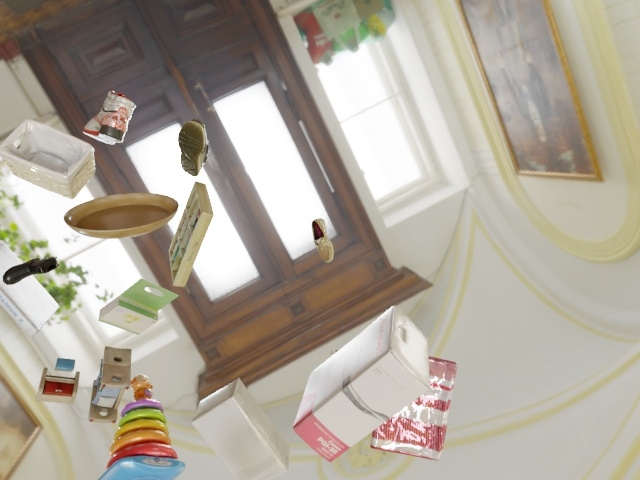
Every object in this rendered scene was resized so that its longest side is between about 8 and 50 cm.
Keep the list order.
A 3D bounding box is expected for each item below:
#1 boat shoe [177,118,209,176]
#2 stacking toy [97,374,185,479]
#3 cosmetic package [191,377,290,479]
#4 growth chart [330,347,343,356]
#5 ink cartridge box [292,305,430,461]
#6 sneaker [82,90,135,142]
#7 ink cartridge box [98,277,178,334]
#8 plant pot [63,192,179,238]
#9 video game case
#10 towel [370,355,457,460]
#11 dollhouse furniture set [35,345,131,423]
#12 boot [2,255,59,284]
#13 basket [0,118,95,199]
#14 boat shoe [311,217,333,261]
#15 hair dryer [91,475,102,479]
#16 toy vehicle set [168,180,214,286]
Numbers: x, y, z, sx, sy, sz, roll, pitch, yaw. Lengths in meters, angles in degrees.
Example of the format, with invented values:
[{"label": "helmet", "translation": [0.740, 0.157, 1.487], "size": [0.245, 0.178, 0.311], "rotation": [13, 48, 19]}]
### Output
[{"label": "boat shoe", "translation": [-0.366, -0.280, 1.428], "size": [0.223, 0.080, 0.073], "rotation": [115, -2, -55]}, {"label": "stacking toy", "translation": [-0.452, 0.470, 1.238], "size": [0.166, 0.175, 0.302], "rotation": [-46, -141, 24]}, {"label": "cosmetic package", "translation": [-0.292, 0.736, 1.840], "size": [0.197, 0.366, 0.155], "rotation": [-31, -170, 6]}, {"label": "growth chart", "translation": [0.128, 0.505, 2.027], "size": [0.237, 0.021, 0.172], "rotation": [-34, -131, 37]}, {"label": "ink cartridge box", "translation": [0.092, 0.299, 1.039], "size": [0.283, 0.117, 0.207], "rotation": [-44, -174, 20]}, {"label": "sneaker", "translation": [-0.661, -0.387, 1.535], "size": [0.270, 0.090, 0.145], "rotation": [14, -96, 52]}, {"label": "ink cartridge box", "translation": [-0.650, 0.242, 1.746], "size": [0.235, 0.171, 0.056], "rotation": [-33, -134, 23]}, {"label": "plant pot", "translation": [-0.429, -0.054, 1.067], "size": [0.236, 0.032, 0.236], "rotation": [0, -156, 0]}, {"label": "video game case", "translation": [-0.963, 0.139, 1.536], "size": [0.036, 0.300, 0.329], "rotation": [-36, -165, -11]}, {"label": "towel", "translation": [0.304, 0.535, 1.590], "size": [0.237, 0.329, 0.037], "rotation": [11, 178, 1]}, {"label": "dollhouse furniture set", "translation": [-0.566, 0.341, 1.169], "size": [0.129, 0.183, 0.129], "rotation": [-63, -151, 22]}, {"label": "boot", "translation": [-0.782, 0.081, 1.321], "size": [0.099, 0.045, 0.121], "rotation": [-1, -154, 33]}, {"label": "basket", "translation": [-0.621, -0.182, 1.123], "size": [0.103, 0.167, 0.113], "rotation": [115, -3, -56]}, {"label": "boat shoe", "translation": [0.000, 0.000, 1.442], "size": [0.050, 0.135, 0.045], "rotation": [-22, 172, 30]}, {"label": "hair dryer", "translation": [-0.713, 0.872, 1.658], "size": [0.223, 0.080, 0.294], "rotation": [-11, 139, -44]}, {"label": "toy vehicle set", "translation": [-0.382, -0.018, 1.423], "size": [0.267, 0.035, 0.166], "rotation": [-62, -146, 26]}]
